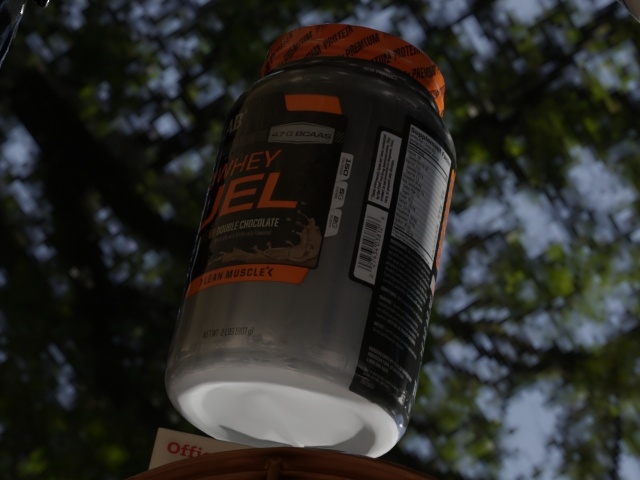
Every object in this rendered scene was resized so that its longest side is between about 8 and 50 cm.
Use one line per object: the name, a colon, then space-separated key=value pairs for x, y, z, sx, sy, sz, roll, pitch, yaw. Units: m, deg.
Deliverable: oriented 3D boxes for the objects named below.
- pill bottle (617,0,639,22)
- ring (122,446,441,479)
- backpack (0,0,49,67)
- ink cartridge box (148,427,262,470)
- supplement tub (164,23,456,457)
pill bottle: x=0.261 y=-0.209 z=1.408 sx=0.124 sy=0.124 sz=0.221 roll=-32 pitch=-150 yaw=3
ring: x=-0.022 y=0.247 z=0.775 sx=0.336 sy=0.336 sz=0.032 roll=-30 pitch=163 yaw=7
backpack: x=-0.205 y=-0.036 z=0.567 sx=0.225 sy=0.191 sz=0.253 roll=-59 pitch=-173 yaw=33
ink cartridge box: x=-0.078 y=0.205 z=1.368 sx=0.056 sy=0.099 sz=0.135 roll=77 pitch=24 yaw=-79
supplement tub: x=0.000 y=0.000 z=1.668 sx=0.207 sy=0.207 sz=0.338 roll=-12 pitch=-126 yaw=38
